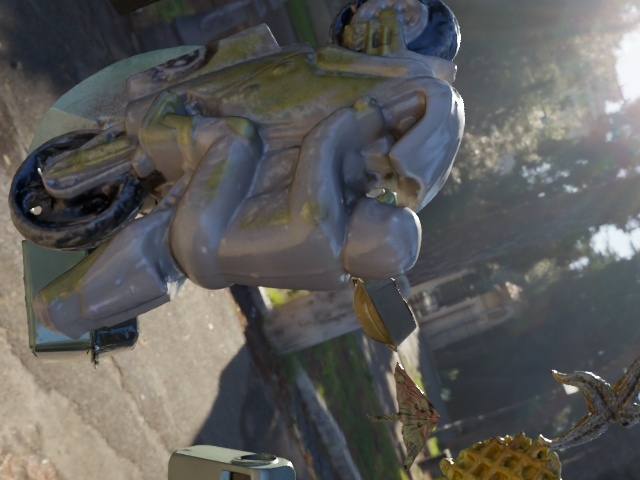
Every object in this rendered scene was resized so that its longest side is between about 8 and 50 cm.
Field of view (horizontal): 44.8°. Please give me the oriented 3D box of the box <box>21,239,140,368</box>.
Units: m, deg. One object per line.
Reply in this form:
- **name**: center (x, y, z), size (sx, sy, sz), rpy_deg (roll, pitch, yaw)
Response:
- **box**: center (-0.387, 0.096, 1.266), size (0.290, 0.166, 0.221), rpy_deg (141, -57, -71)

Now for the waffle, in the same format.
- **waffle**: center (0.328, 0.518, 1.530), size (0.060, 0.307, 0.312), rpy_deg (47, 42, -25)

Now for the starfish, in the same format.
- **starfish**: center (0.467, 0.260, 1.282), size (0.050, 0.247, 0.138), rpy_deg (-167, -115, -66)

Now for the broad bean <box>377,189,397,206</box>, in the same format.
- **broad bean**: center (0.142, -0.079, 1.699), size (0.045, 0.063, 0.083), rpy_deg (50, 5, 25)

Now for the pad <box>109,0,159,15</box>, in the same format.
- **pad**: center (-0.344, -0.467, 1.276), size (0.193, 0.116, 0.004), rpy_deg (58, 37, -35)

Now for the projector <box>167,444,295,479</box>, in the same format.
- **projector**: center (-0.160, 0.480, 1.385), size (0.108, 0.250, 0.199), rpy_deg (4, 83, -50)

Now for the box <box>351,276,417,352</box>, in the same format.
- **box**: center (0.125, 0.146, 1.613), size (0.177, 0.111, 0.111), rpy_deg (61, 8, -5)

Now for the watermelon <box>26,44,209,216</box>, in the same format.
- **watermelon**: center (-0.178, -0.124, 0.998), size (0.319, 0.289, 0.214), rpy_deg (25, 33, -53)

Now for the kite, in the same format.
- **kite**: center (0.104, 0.224, 0.989), size (0.156, 0.011, 0.139), rpy_deg (-24, -113, 56)

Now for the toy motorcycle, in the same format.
- **toy motorcycle**: center (-0.032, -0.047, 0.510), size (0.223, 0.340, 0.108), rpy_deg (60, -9, 33)
